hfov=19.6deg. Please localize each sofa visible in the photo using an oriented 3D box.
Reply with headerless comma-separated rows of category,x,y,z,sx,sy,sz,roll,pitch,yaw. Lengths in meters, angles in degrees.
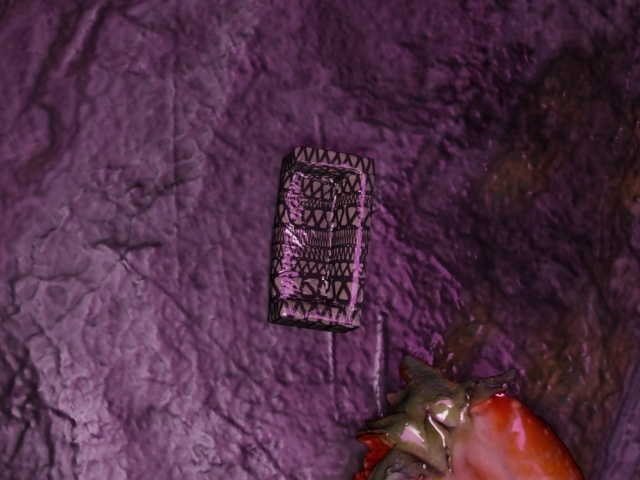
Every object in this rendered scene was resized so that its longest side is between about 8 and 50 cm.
sofa,0.000,0.000,1.238,0.060,0.039,0.118,9,77,-14

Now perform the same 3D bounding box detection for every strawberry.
strawberry,0.113,0.194,1.210,0.228,0.098,0.174,42,55,-17
